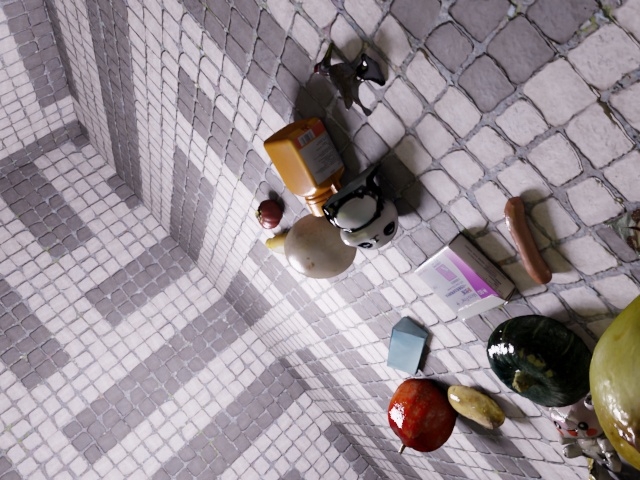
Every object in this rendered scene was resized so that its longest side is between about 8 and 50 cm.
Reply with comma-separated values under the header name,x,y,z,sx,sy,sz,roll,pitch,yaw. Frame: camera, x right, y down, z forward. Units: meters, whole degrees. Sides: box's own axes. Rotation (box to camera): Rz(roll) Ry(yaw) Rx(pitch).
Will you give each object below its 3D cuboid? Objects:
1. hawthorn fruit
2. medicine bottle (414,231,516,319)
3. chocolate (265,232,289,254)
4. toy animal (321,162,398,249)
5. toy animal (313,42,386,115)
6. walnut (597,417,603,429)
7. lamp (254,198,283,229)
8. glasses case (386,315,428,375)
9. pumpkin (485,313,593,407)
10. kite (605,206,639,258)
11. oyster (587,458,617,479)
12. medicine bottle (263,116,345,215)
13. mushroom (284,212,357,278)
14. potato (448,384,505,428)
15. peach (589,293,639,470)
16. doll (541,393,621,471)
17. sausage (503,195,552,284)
name,x,y,z,sx,sy,sz,roll,pitch,yaw
hawthorn fruit,0.311,0.563,1.603,0.215,0.249,0.215,32,175,3
medicine bottle,0.317,0.085,1.126,0.171,0.052,0.201,46,157,6
chocolate,-0.133,0.010,1.748,0.085,0.086,0.219,58,158,-18
toy animal,0.108,-0.063,1.158,0.179,0.166,0.138,53,-160,-26
toy animal,0.046,-0.318,0.986,0.202,0.070,0.105,39,111,39
walnut,0.578,0.302,0.887,0.155,0.155,0.184,36,157,28
lamp,-0.167,-0.085,1.645,0.101,0.090,0.101,10,101,63
glasses case,0.269,0.328,1.564,0.105,0.056,0.266,15,145,14
pumpkin,0.440,0.245,1.021,0.212,0.152,0.211,23,139,21
kite,0.532,0.010,0.706,0.250,0.012,0.229,24,148,43
oyster,0.668,0.591,1.118,0.214,0.083,0.223,50,-165,9
medicine bottle,-0.025,-0.178,1.245,0.149,0.112,0.222,7,132,56
mushroom,0.000,0.000,1.412,0.204,0.204,0.204,38,153,24
potato,0.439,0.466,1.421,0.171,0.080,0.107,13,136,45
peach,0.507,0.173,0.629,0.314,0.315,0.281,46,171,-26
doll,0.576,0.405,1.094,0.149,0.095,0.192,-13,113,56
sausage,0.375,0.002,0.921,0.043,0.043,0.186,4,129,58
